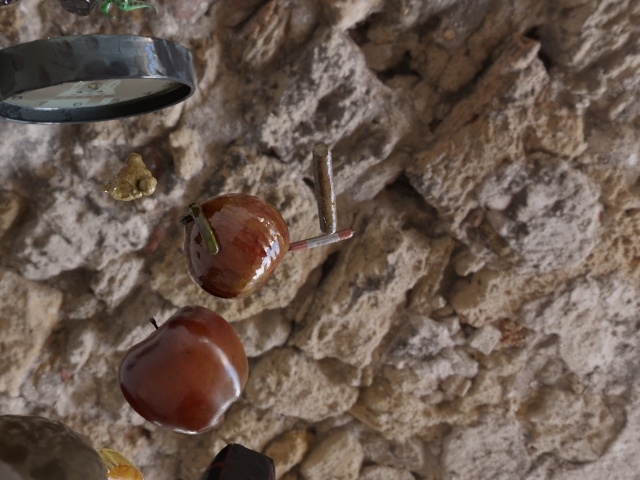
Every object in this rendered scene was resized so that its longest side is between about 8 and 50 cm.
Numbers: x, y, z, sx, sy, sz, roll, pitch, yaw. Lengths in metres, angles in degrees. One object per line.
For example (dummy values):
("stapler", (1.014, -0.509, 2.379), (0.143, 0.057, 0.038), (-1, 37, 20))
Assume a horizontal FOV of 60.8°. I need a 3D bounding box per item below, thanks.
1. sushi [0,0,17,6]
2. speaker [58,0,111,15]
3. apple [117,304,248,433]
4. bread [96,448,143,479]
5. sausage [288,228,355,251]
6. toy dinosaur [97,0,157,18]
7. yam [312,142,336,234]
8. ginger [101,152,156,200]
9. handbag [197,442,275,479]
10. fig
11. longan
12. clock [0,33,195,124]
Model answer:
("sushi", (-0.729, -0.619, 1.206), (0.236, 0.171, 0.270), (-12, -144, 39))
("speaker", (-0.439, -0.648, 1.107), (0.259, 0.198, 0.330), (110, 3, -64))
("apple", (-0.248, 0.236, 1.019), (0.234, 0.234, 0.234), (-47, -158, 25))
("bread", (-0.625, 0.712, 1.573), (0.179, 0.133, 0.250), (-58, 156, -19))
("sausage", (0.000, 0.000, 1.613), (0.029, 0.223, 0.030), (166, -90, -75))
("toy dinosaur", (-0.282, -0.338, 0.784), (0.062, 0.083, 0.021), (-43, -173, 20))
("yam", (0.011, -0.128, 1.389), (0.057, 0.056, 0.241), (-96, -179, -60))
("ginger", (-0.477, -0.148, 1.365), (0.115, 0.081, 0.205), (-41, -146, -2))
("handbag", (-0.157, 0.471, 0.895), (0.169, 0.155, 0.215), (-60, -174, 13))
("fig", (-0.158, 0.002, 0.954), (0.205, 0.205, 0.205), (-47, -158, 25))
("longan", (-0.615, 0.518, 1.041), (0.336, 0.404, 0.405), (-57, -164, 35))
("clock", (-0.427, -0.294, 1.033), (0.386, 0.385, 0.077), (-176, -105, -67))
